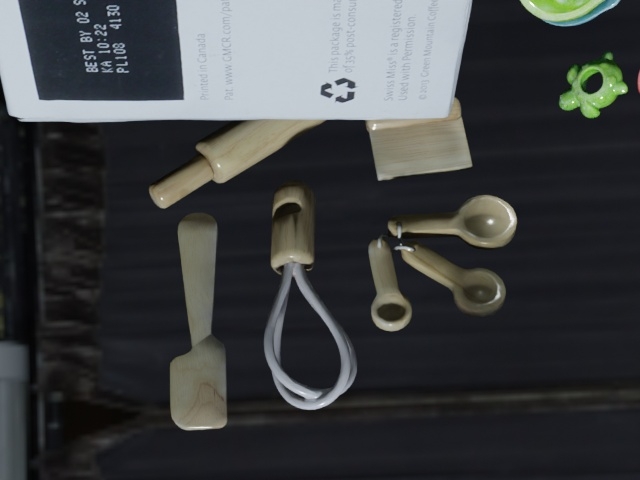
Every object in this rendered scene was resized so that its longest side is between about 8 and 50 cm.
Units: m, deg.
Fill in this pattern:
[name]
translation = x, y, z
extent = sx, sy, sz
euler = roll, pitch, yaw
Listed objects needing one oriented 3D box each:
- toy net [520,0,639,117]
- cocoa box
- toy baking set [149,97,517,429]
[toy net]
translation = 0.226, -0.155, 0.836
extent = 0.045, 0.232, 0.122
euler = 14, -116, -54
[cocoa box]
translation = -0.042, -0.245, 0.645
extent = 0.347, 0.231, 0.228
euler = 93, 176, -56
[toy baking set]
translation = -0.003, -0.005, 0.852
extent = 0.197, 0.256, 0.030
euler = 52, 161, 29
